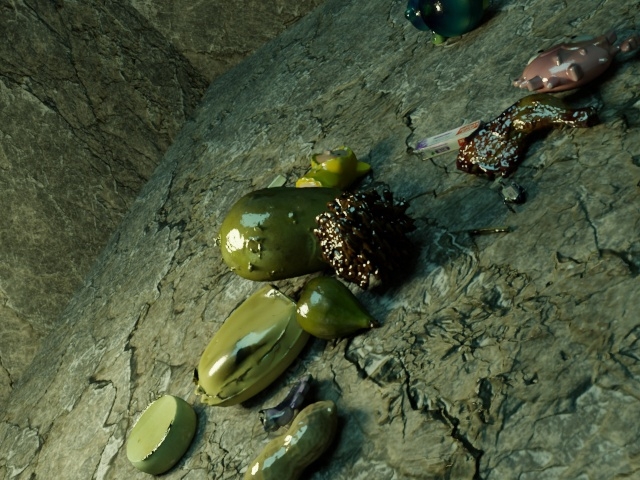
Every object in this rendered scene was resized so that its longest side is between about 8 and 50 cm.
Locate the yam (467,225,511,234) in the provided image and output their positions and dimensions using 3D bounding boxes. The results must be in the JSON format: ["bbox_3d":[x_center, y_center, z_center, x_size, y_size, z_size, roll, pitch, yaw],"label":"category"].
[{"bbox_3d":[0.327,-0.019,1.386,0.107,0.014,0.014,-4,49,55],"label":"yam"}]

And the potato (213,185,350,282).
[{"bbox_3d":[-0.071,-0.021,1.709,0.359,0.219,0.269,-6,26,21],"label":"potato"}]

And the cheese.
[{"bbox_3d":[-0.163,0.250,1.637,0.316,0.128,0.259,-44,20,-12],"label":"cheese"}]

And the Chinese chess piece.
[{"bbox_3d":[-0.379,0.464,1.708,0.188,0.083,0.188,-33,32,24],"label":"Chinese chess piece"}]

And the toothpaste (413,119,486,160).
[{"bbox_3d":[0.310,-0.239,1.702,0.196,0.040,0.047,-13,43,49],"label":"toothpaste"}]

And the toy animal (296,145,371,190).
[{"bbox_3d":[0.019,-0.155,1.929,0.230,0.156,0.156,-47,23,-26],"label":"toy animal"}]

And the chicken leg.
[{"bbox_3d":[0.416,-0.221,1.481,0.323,0.083,0.177,-33,38,31],"label":"chicken leg"}]

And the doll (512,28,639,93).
[{"bbox_3d":[0.527,-0.370,1.483,0.262,0.093,0.211,-11,28,42],"label":"doll"}]

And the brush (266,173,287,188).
[{"bbox_3d":[-0.180,-0.144,2.326,0.178,0.033,0.030,-48,19,-3],"label":"brush"}]

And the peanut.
[{"bbox_3d":[-0.049,0.384,1.305,0.228,0.085,0.104,-45,14,0],"label":"peanut"}]

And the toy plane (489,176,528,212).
[{"bbox_3d":[0.373,-0.097,1.411,0.049,0.031,0.120,-48,27,18],"label":"toy plane"}]

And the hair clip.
[{"bbox_3d":[-0.074,0.320,1.413,0.124,0.052,0.195,-42,0,24],"label":"hair clip"}]

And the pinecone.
[{"bbox_3d":[0.103,-0.012,1.515,0.221,0.221,0.221,-36,28,22],"label":"pinecone"}]

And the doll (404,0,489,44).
[{"bbox_3d":[0.364,-0.688,2.084,0.186,0.198,0.322,-23,10,-20],"label":"doll"}]

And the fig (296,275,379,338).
[{"bbox_3d":[0.033,0.135,1.496,0.185,0.126,0.133,-15,21,47],"label":"fig"}]
